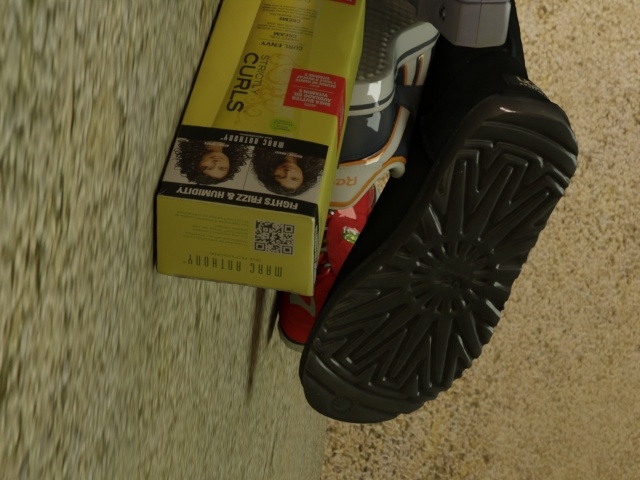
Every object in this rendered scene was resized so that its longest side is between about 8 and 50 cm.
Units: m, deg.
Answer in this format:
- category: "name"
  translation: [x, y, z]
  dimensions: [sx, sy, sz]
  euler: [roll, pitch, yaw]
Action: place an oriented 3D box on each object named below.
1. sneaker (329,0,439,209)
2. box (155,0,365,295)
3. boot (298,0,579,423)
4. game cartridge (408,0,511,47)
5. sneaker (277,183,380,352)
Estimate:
- category: "sneaker"
  translation: [0.029, -0.132, 1.410]
  dimensions: [0.321, 0.126, 0.127]
  euler: [-59, 155, -62]
- category: "box"
  translation: [-0.028, -0.070, 0.907]
  dimensions: [0.232, 0.087, 0.058]
  euler: [-76, 173, -49]
- category: "boot"
  translation: [0.088, -0.080, 1.594]
  dimensions: [0.367, 0.146, 0.445]
  euler: [-54, -156, 23]
- category: "game cartridge"
  translation: [0.077, -0.324, 1.327]
  dimensions: [0.355, 0.068, 0.230]
  euler: [-124, -148, -59]
- category: "sneaker"
  translation: [0.000, 0.000, 1.685]
  dimensions: [0.279, 0.107, 0.118]
  euler: [-83, 160, -47]
